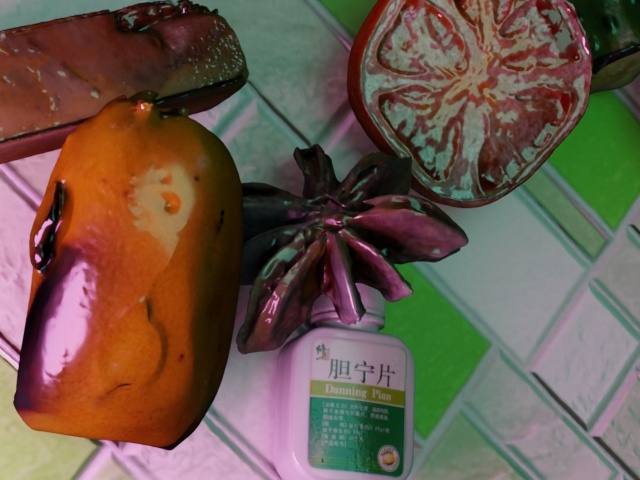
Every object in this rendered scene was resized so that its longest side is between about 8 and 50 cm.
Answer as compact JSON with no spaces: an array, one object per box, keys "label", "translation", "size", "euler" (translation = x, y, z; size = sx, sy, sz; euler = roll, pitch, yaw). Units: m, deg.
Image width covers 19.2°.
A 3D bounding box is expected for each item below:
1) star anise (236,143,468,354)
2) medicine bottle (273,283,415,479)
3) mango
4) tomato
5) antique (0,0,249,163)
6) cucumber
[{"label":"star anise","translation":[0.000,0.000,1.618],"size":[0.229,0.093,0.236],"euler":[19,58,19]},{"label":"medicine bottle","translation":[0.022,0.127,1.648],"size":[0.119,0.069,0.183],"euler":[8,72,-20]},{"label":"mango","translation":[-0.146,0.026,1.515],"size":[0.152,0.201,0.287],"euler":[10,104,14]},{"label":"tomato","translation":[0.130,-0.147,1.744],"size":[0.236,0.095,0.237],"euler":[0,89,-16]},{"label":"antique","translation":[-0.212,-0.130,1.571],"size":[0.310,0.087,0.093],"euler":[-17,85,-31]},{"label":"cucumber","translation":[0.243,-0.262,1.847],"size":[0.134,0.134,0.244],"euler":[-11,73,-31]}]
